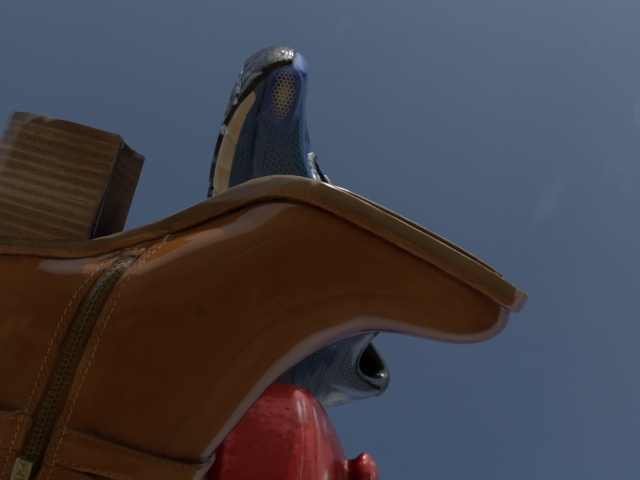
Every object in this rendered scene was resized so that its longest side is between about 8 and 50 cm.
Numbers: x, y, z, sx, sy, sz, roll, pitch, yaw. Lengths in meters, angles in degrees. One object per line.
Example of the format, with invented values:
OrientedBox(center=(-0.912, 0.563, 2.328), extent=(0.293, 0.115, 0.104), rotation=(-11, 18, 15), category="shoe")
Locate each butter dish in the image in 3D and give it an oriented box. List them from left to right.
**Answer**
OrientedBox(center=(-0.018, 0.171, 0.648), extent=(0.118, 0.160, 0.160), rotation=(-9, -43, 8), category="butter dish")

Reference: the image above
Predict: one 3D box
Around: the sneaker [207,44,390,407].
OrientedBox(center=(0.000, 0.000, 0.738), extent=(0.147, 0.129, 0.330), rotation=(-3, -55, 7), category="sneaker")

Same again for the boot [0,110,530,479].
OrientedBox(center=(-0.061, 0.072, 0.448), extent=(0.283, 0.109, 0.220), rotation=(14, -94, 4), category="boot")
